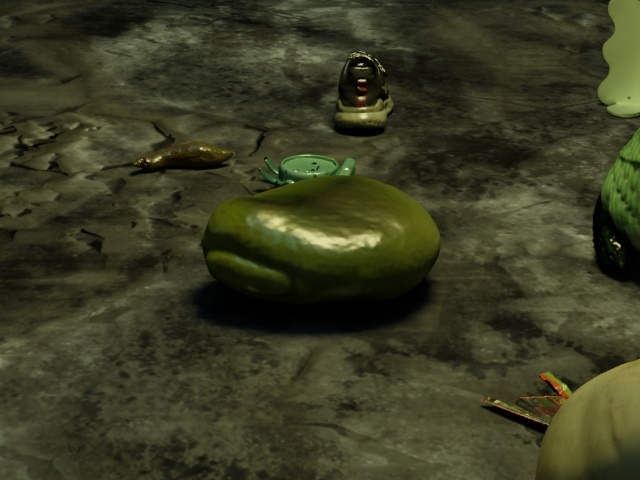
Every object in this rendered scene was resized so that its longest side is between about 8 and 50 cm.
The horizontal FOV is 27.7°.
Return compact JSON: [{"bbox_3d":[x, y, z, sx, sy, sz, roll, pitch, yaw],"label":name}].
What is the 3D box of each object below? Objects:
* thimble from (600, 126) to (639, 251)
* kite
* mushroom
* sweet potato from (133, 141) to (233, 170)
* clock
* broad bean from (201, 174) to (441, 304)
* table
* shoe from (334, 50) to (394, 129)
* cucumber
[{"bbox_3d":[0.474,-0.063,1.621,0.219,0.150,0.219,20,37,-15],"label":"thimble"},{"bbox_3d":[0.258,0.169,1.314,0.190,0.010,0.159,0,22,-8],"label":"kite"},{"bbox_3d":[0.312,0.206,1.032,0.260,0.234,0.254,-28,-27,30],"label":"mushroom"},{"bbox_3d":[-0.205,-0.125,1.923,0.153,0.038,0.041,-8,2,-16],"label":"sweet potato"},{"bbox_3d":[-0.020,-0.091,1.851,0.135,0.041,0.101,5,24,7],"label":"clock"},{"bbox_3d":[0.000,-0.001,1.549,0.291,0.119,0.238,-5,24,-17],"label":"broad bean"},{"bbox_3d":[0.568,-0.323,2.230,0.166,0.198,0.166,2,23,-1],"label":"table"},{"bbox_3d":[0.073,-0.260,2.158,0.099,0.112,0.227,2,25,4],"label":"shoe"},{"bbox_3d":[0.389,-0.026,1.706,0.067,0.067,0.245,8,25,15],"label":"cucumber"}]
